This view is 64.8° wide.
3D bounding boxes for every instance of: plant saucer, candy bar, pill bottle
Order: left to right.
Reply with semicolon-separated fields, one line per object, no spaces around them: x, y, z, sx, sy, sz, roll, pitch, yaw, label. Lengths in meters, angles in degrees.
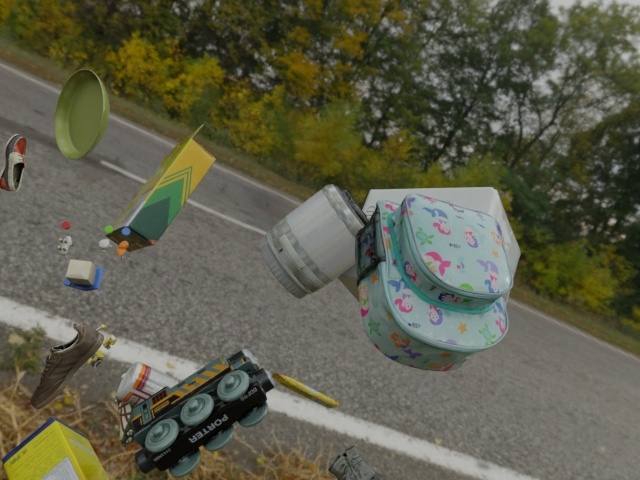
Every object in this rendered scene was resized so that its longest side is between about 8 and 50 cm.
-0.629;-0.331;1.342;0.241;0.240;0.037;36;18;31;plant saucer
-0.495;0.471;1.547;0.221;0.121;0.121;34;10;-22;pill bottle
-0.032;0.323;1.082;0.162;0.040;0.018;30;56;-12;candy bar

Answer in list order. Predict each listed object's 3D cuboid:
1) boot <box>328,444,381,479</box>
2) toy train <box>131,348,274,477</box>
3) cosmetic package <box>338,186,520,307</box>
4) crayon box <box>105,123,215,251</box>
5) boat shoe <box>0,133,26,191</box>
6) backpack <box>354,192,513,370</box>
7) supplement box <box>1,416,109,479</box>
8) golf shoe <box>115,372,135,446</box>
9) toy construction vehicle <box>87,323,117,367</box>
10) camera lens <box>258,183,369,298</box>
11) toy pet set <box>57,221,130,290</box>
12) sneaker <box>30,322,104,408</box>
0.081;0.846;1.746;0.161;0.083;0.246;43;54;13;boot
-0.267;0.373;1.134;0.190;0.334;0.142;40;-20;55;toy train
0.325;0.069;1.487;0.394;0.329;0.327;3;-32;37;cosmetic package
-0.381;-0.125;1.243;0.081;0.318;0.202;40;-25;-24;crayon box
-0.713;-0.181;1.182;0.043;0.136;0.049;12;-5;15;boat shoe
0.175;0.065;0.781;0.225;0.191;0.253;14;57;-17;backpack
-0.804;0.771;1.582;0.357;0.194;0.195;35;-23;38;supplement box
-0.697;0.618;1.859;0.120;0.272;0.105;20;10;25;golf shoe
-0.636;0.299;1.439;0.086;0.098;0.035;37;-10;37;toy construction vehicle
0.000;0.000;1.362;0.219;0.274;0.219;52;8;-10;camera lens
-0.424;0.033;0.945;0.122;0.114;0.065;7;-23;-6;toy pet set
-0.534;0.250;1.030;0.071;0.188;0.066;47;-15;-29;sneaker
